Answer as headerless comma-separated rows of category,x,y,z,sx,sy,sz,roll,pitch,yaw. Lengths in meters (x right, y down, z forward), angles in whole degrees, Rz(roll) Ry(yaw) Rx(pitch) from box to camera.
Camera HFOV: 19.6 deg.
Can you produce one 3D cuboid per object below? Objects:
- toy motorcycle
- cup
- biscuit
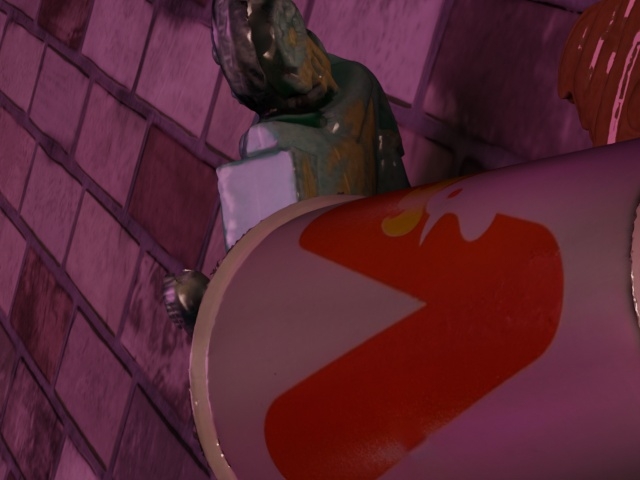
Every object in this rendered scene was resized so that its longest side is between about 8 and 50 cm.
toy motorcycle,0.000,0.002,1.059,0.109,0.198,0.296,-13,75,25
cup,0.093,0.043,0.818,0.288,0.203,0.203,-19,61,56
biscuit,0.175,-0.075,0.869,0.250,0.035,0.162,-162,80,-66
